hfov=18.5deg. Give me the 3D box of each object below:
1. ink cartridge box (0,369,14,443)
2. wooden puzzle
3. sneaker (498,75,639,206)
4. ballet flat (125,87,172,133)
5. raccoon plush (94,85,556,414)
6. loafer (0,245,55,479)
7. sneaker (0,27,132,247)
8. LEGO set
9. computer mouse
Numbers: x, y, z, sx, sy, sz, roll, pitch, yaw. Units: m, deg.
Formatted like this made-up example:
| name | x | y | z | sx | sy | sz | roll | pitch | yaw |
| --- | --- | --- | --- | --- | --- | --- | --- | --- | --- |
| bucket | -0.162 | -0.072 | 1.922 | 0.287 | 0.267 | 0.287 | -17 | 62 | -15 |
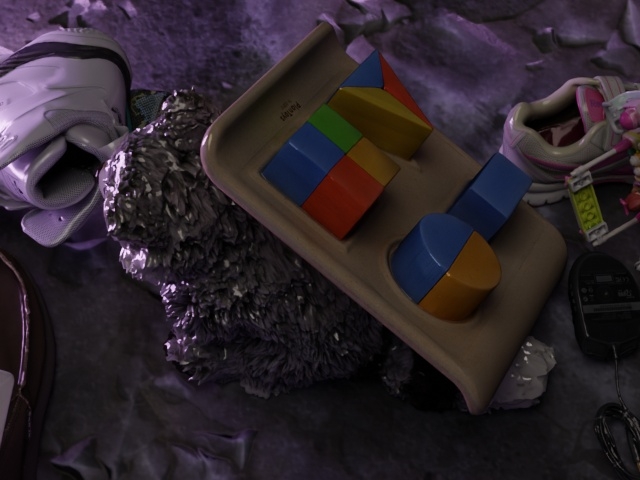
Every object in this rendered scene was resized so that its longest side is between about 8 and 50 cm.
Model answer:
| name | x | y | z | sx | sy | sz | roll | pitch | yaw |
| --- | --- | --- | --- | --- | --- | --- | --- | --- | --- |
| ink cartridge box | -0.440 | 0.208 | 1.811 | 0.353 | 0.119 | 0.207 | -7 | 68 | 50 |
| wooden puzzle | 0.084 | -0.043 | 1.816 | 0.348 | 0.080 | 0.322 | 44 | 32 | -2 |
| sneaker | 0.296 | -0.112 | 1.966 | 0.252 | 0.111 | 0.103 | -16 | 61 | 1 |
| ballet flat | -0.172 | -0.083 | 2.068 | 0.070 | 0.070 | 0.188 | -10 | 63 | 6 |
| raccoon plush | 0.000 | 0.000 | 1.855 | 0.447 | 0.299 | 0.216 | 4 | 63 | 12 |
| loafer | -0.339 | 0.152 | 1.934 | 0.134 | 0.130 | 0.365 | -10 | 61 | 5 |
| sneaker | -0.355 | -0.077 | 2.009 | 0.366 | 0.137 | 0.210 | -25 | 36 | 3 |
| LEGO set | 0.326 | -0.003 | 1.886 | 0.107 | 0.132 | 0.287 | -28 | 96 | -14 |
| computer mouse | 0.282 | 0.123 | 1.891 | 0.071 | 0.041 | 0.242 | 0 | 66 | -12 |
